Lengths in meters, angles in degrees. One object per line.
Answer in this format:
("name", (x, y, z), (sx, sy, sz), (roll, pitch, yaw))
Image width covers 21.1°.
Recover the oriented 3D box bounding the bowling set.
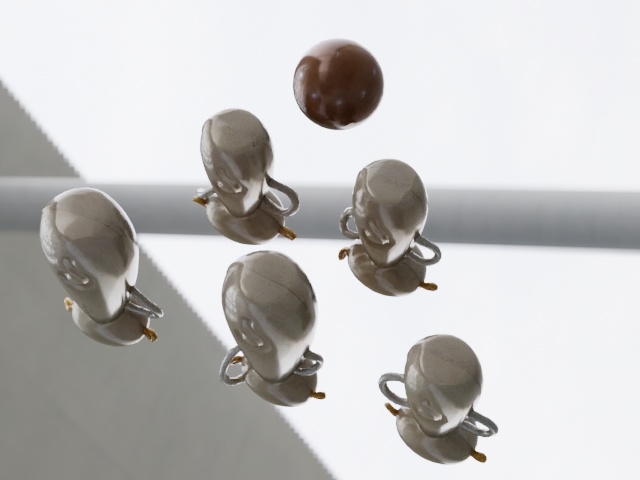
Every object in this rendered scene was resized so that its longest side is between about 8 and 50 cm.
("bowling set", (0.000, 0.000, 1.006), (0.200, 0.287, 0.154), (-60, -14, -23))
